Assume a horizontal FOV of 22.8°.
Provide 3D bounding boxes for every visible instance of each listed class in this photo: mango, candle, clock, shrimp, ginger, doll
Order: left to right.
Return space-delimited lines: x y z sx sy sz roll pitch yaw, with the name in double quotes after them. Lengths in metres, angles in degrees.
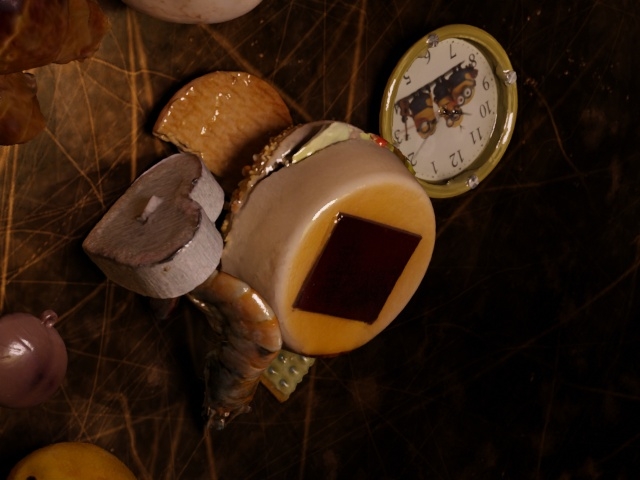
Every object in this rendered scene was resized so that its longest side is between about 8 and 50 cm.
-0.382 -0.194 1.600 0.357 0.152 0.274 -31 119 -27 "ginger"
-0.362 0.149 1.741 0.188 0.096 0.145 -34 146 -17 "doll"
-0.278 0.307 1.851 0.227 0.099 0.136 34 75 -47 "mango"
-0.191 -0.008 1.816 0.068 0.168 0.192 54 23 -35 "candle"
-0.139 0.128 1.892 0.058 0.169 0.296 -49 169 -40 "shrimp"
0.161 -0.174 2.110 0.237 0.057 0.237 -11 109 -35 "clock"

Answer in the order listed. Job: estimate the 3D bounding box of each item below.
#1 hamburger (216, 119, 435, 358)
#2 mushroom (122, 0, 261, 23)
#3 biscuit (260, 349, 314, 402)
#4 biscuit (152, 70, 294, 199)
0.000 0.000 1.919 0.302 0.170 0.302 -25 133 -31 "hamburger"
-0.135 -0.339 1.736 0.206 0.206 0.209 43 74 -38 "mushroom"
-0.017 0.085 2.058 0.231 0.016 0.139 -53 126 -17 "biscuit"
-0.104 -0.131 1.917 0.224 0.033 0.144 35 80 -43 "biscuit"
